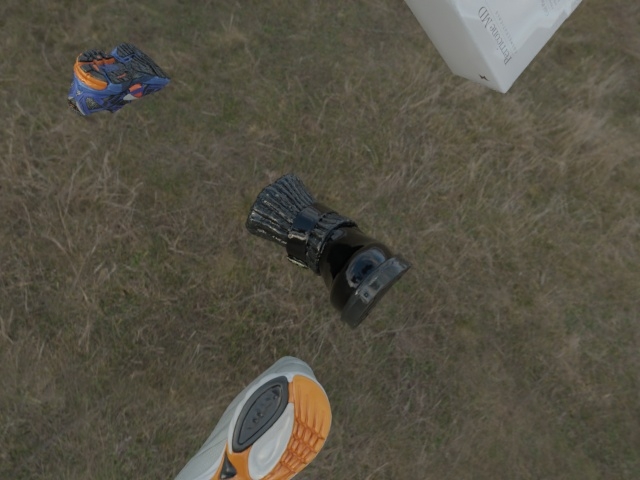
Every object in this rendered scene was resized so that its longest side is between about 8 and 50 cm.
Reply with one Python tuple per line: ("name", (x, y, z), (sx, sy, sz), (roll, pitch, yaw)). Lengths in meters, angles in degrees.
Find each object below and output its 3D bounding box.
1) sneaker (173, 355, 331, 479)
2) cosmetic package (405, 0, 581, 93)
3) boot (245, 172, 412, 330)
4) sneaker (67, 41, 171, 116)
("sneaker", (-0.084, 0.224, 0.537), (0.099, 0.121, 0.262), (42, 93, -4))
("cosmetic package", (0.164, -0.367, 0.508), (0.377, 0.284, 0.097), (36, 3, -45))
("boot", (-0.003, 0.003, 0.880), (0.260, 0.348, 0.131), (39, 93, 2))
("sneaker", (-0.309, -0.242, 0.844), (0.083, 0.087, 0.221), (45, 24, -2))
